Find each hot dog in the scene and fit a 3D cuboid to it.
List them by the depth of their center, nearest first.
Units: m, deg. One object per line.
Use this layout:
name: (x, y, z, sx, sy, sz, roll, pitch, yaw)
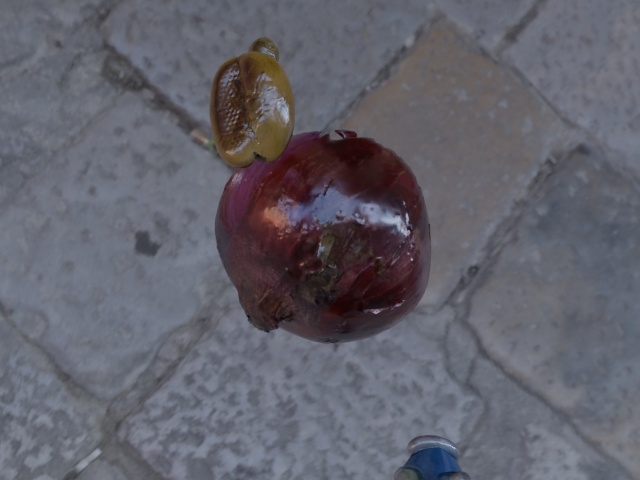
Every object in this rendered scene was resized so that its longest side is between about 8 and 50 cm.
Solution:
hot dog: (-0.068, -0.139, 1.027, 0.060, 0.090, 0.140, 19, 53, -58)

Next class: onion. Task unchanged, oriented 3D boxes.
onion: (0.000, 0.000, 1.227, 0.276, 0.276, 0.276, 9, 64, -20)

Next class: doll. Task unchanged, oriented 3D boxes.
doll: (0.087, 0.218, 0.774, 0.085, 0.114, 0.152, 12, 32, -9)
